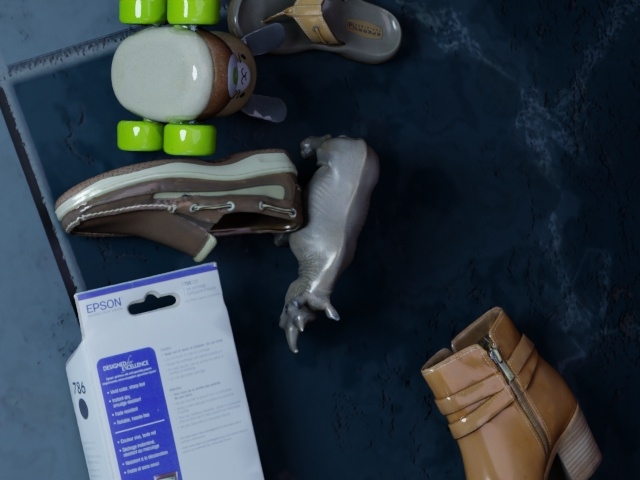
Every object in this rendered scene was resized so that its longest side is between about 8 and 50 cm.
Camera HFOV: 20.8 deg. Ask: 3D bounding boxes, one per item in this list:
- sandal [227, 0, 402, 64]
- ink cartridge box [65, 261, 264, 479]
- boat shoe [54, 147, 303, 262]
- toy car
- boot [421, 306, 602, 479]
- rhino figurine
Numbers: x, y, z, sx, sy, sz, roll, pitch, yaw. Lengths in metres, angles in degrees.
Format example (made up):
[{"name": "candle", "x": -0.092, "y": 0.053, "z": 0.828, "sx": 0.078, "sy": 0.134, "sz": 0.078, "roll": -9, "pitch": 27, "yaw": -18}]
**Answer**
[{"name": "sandal", "x": 0.003, "y": -0.235, "z": 1.861, "sx": 0.219, "sy": 0.060, "sz": 0.090, "roll": 10, "pitch": 79, "yaw": -30}, {"name": "ink cartridge box", "x": -0.148, "y": 0.198, "z": 1.716, "sx": 0.165, "sy": 0.065, "sz": 0.332, "roll": -12, "pitch": 92, "yaw": -32}, {"name": "boat shoe", "x": -0.130, "y": -0.027, "z": 1.718, "sx": 0.257, "sy": 0.095, "sz": 0.095, "roll": -11, "pitch": 74, "yaw": -24}, {"name": "toy car", "x": -0.101, "y": -0.167, "z": 1.754, "sx": 0.188, "sy": 0.149, "sz": 0.155, "roll": -4, "pitch": 98, "yaw": -43}, {"name": "boot", "x": 0.179, "y": 0.226, "z": 1.882, "sx": 0.283, "sy": 0.109, "sz": 0.220, "roll": -42, "pitch": 107, "yaw": -30}, {"name": "rhino figurine", "x": 0.000, "y": 0.000, "z": 1.804, "sx": 0.073, "sy": 0.106, "sz": 0.243, "roll": 23, "pitch": 73, "yaw": -27}]
